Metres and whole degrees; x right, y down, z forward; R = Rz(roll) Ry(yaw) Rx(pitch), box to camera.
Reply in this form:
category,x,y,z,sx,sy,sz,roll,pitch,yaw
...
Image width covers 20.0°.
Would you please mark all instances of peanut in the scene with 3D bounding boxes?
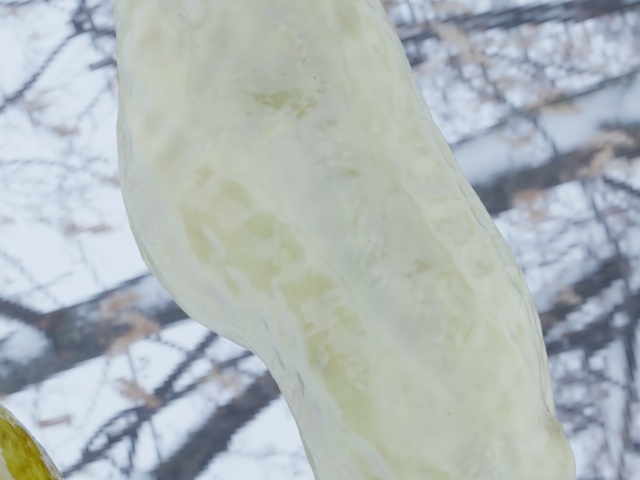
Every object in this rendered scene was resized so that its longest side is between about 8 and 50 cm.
category,x,y,z,sx,sy,sz,roll,pitch,yaw
peanut,0.000,0.000,0.804,0.147,0.147,0.319,-7,-112,-62

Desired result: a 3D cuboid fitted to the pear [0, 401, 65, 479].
category,x,y,z,sx,sy,sz,roll,pitch,yaw
pear,-0.179,0.130,0.639,0.209,0.209,0.209,37,-135,-49
